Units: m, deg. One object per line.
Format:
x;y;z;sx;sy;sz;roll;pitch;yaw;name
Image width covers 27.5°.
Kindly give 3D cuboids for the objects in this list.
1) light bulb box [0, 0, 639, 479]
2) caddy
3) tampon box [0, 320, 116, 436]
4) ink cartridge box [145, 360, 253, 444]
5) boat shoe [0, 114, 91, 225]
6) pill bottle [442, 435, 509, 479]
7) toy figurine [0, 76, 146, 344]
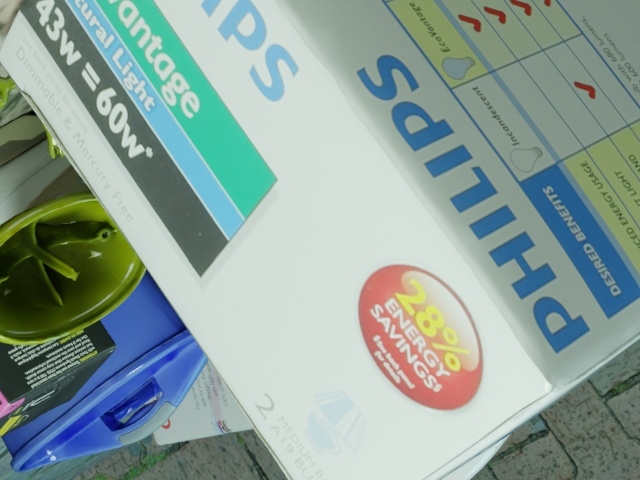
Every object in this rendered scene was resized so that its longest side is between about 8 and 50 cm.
0.073;-0.083;0.772;0.361;0.358;0.225;-26;166;-40;light bulb box
-0.240;0.147;1.529;0.341;0.179;0.241;-38;170;26;caddy
-0.254;0.058;1.000;0.101;0.161;0.120;-28;170;-37;tampon box
-0.083;0.128;1.700;0.270;0.198;0.197;-14;-176;29;ink cartridge box
-0.133;-0.068;0.943;0.302;0.103;0.113;-34;172;-4;boat shoe
0.016;0.046;0.913;0.152;0.272;0.152;-50;178;-2;pill bottle
-0.318;0.025;0.827;0.362;0.191;0.217;-32;-159;-29;toy figurine
